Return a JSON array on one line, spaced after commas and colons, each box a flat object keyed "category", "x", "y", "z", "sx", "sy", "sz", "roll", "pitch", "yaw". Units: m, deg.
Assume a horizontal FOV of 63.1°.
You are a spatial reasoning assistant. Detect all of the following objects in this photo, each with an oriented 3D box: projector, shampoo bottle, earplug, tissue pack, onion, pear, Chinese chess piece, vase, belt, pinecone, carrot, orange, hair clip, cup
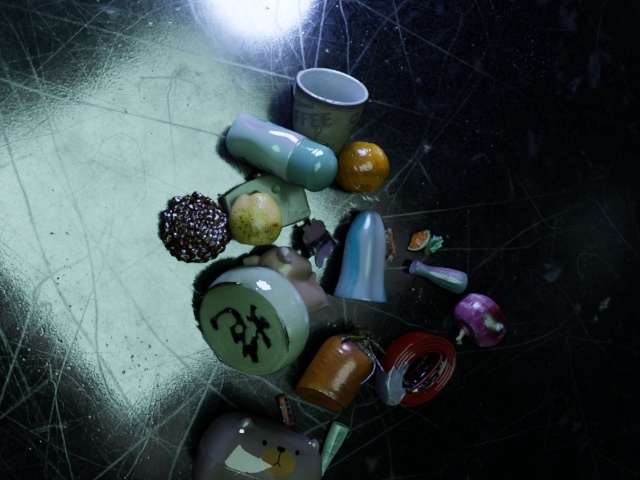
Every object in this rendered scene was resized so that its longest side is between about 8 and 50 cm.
[{"category": "projector", "x": -0.183, "y": -0.127, "z": 1.718, "sx": 0.270, "sy": 0.088, "sz": 0.193, "roll": -17, "pitch": 98, "yaw": -18}, {"category": "shampoo bottle", "x": 0.035, "y": 0.746, "z": 1.860, "sx": 0.069, "sy": 0.041, "sz": 0.190, "roll": 28, "pitch": 83, "yaw": -24}, {"category": "shampoo bottle", "x": -0.108, "y": -0.264, "z": 1.607, "sx": 0.350, "sy": 0.222, "sz": 0.151, "roll": 25, "pitch": 85, "yaw": 20}, {"category": "earplug", "x": 0.158, "y": 0.051, "z": 1.813, "sx": 0.185, "sy": 0.185, "sz": 0.323, "roll": 11, "pitch": 83, "yaw": -20}, {"category": "tissue pack", "x": -0.192, "y": 0.707, "z": 1.658, "sx": 0.388, "sy": 0.267, "sz": 0.276, "roll": 27, "pitch": 81, "yaw": -18}, {"category": "onion", "x": 0.613, "y": 0.303, "z": 1.976, "sx": 0.201, "sy": 0.201, "sz": 0.207, "roll": -6, "pitch": 89, "yaw": -19}, {"category": "pear", "x": -0.195, "y": -0.067, "z": 1.585, "sx": 0.178, "sy": 0.178, "sz": 0.177, "roll": -1, "pitch": 93, "yaw": -19}, {"category": "Chinese chess piece", "x": -0.206, "y": 0.248, "z": 1.599, "sx": 0.146, "sy": 0.350, "sz": 0.349, "roll": -39, "pitch": 109, "yaw": -56}, {"category": "vase", "x": 0.441, "y": 0.131, "z": 1.959, "sx": 0.214, "sy": 0.086, "sz": 0.086, "roll": 19, "pitch": 86, "yaw": -15}, {"category": "belt", "x": 0.342, "y": 0.472, "z": 1.921, "sx": 0.324, "sy": 0.115, "sz": 0.227, "roll": -33, "pitch": 100, "yaw": -17}, {"category": "pinecone", "x": -0.388, "y": -0.025, "z": 1.594, "sx": 0.222, "sy": 0.221, "sz": 0.221, "roll": -1, "pitch": 93, "yaw": -19}, {"category": "carrot", "x": 0.073, "y": 0.431, "z": 1.774, "sx": 0.193, "sy": 0.214, "sz": 0.331, "roll": 40, "pitch": 76, "yaw": -19}, {"category": "orange", "x": 0.140, "y": -0.252, "z": 1.781, "sx": 0.194, "sy": 0.193, "sz": 0.161, "roll": 5, "pitch": 67, "yaw": -20}, {"category": "hair clip", "x": -0.007, "y": 0.003, "z": 1.766, "sx": 0.056, "sy": 0.187, "sz": 0.146, "roll": -26, "pitch": 105, "yaw": 29}, {"category": "cup", "x": -0.013, "y": -0.415, "z": 1.701, "sx": 0.228, "sy": 0.301, "sz": 0.256, "roll": -12, "pitch": 140, "yaw": -33}]

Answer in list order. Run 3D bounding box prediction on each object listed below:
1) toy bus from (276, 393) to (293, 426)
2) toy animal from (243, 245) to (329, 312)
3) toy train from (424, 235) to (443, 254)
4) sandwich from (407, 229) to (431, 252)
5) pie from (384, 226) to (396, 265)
[{"category": "toy bus", "x": -0.123, "y": 0.590, "z": 1.804, "sx": 0.043, "sy": 0.031, "sz": 0.110, "roll": -16, "pitch": 97, "yaw": -25}, {"category": "toy animal", "x": -0.091, "y": 0.136, "z": 1.711, "sx": 0.213, "sy": 0.195, "sz": 0.256, "roll": -23, "pitch": 94, "yaw": -53}, {"category": "toy train", "x": 0.427, "y": 0.016, "z": 1.970, "sx": 0.083, "sy": 0.033, "sz": 0.053, "roll": -24, "pitch": 105, "yaw": -17}, {"category": "sandwich", "x": 0.374, "y": 0.002, "z": 1.941, "sx": 0.026, "sy": 0.070, "sz": 0.101, "roll": 26, "pitch": 86, "yaw": -63}, {"category": "pie", "x": 0.234, "y": 0.014, "z": 1.901, "sx": 0.092, "sy": 0.034, "sz": 0.169, "roll": -10, "pitch": 95, "yaw": -15}]
